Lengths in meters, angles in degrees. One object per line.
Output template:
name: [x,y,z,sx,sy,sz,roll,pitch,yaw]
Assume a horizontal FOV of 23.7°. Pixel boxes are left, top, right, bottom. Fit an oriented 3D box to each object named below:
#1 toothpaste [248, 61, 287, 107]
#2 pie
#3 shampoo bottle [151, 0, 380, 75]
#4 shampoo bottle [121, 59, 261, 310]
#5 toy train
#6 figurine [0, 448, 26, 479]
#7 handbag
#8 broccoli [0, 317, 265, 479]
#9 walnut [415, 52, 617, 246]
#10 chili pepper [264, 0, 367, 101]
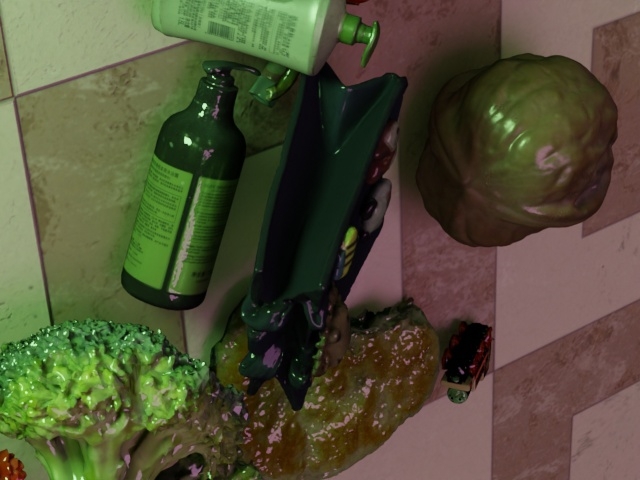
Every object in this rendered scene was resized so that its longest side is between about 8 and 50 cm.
toothpaste: [-0.012,-0.246,1.758,0.056,0.036,0.205,38,85,-43]
pie: [0.000,0.185,1.988,0.371,0.078,0.296,17,102,-42]
shampoo bottle: [-0.050,-0.243,1.588,0.087,0.234,0.118,-32,138,-78]
shampoo bottle: [-0.144,-0.066,1.706,0.101,0.101,0.284,2,113,-40]
toy train: [0.203,0.171,2.121,0.138,0.050,0.087,-53,148,-55]
figurine: [-0.447,0.310,1.678,0.245,0.110,0.138,-50,137,2]
handbag: [0.000,0.000,1.681,0.303,0.122,0.329,97,9,-59]
broccoli: [-0.250,0.262,1.647,0.353,0.275,0.397,42,58,-7]
walnut: [0.246,-0.114,1.906,0.273,0.273,0.227,-22,94,-28]
chili pepper: [0.016,-0.324,1.661,0.134,0.131,0.338,6,120,3]
